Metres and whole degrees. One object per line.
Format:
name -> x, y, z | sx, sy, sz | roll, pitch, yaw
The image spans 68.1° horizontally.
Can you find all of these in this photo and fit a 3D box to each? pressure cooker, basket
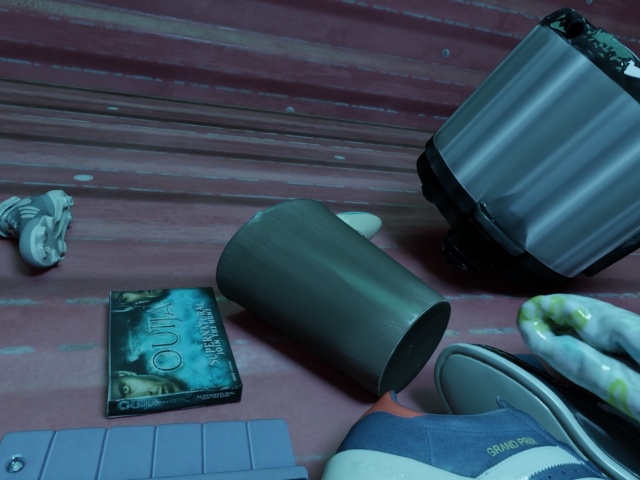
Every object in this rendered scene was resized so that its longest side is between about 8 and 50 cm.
pressure cooker -> 0.379, -0.120, 0.831 | 0.370, 0.420, 0.375 | 19, 37, -36
basket -> 0.024, 0.067, 0.568 | 0.204, 0.154, 0.227 | -16, 39, -44

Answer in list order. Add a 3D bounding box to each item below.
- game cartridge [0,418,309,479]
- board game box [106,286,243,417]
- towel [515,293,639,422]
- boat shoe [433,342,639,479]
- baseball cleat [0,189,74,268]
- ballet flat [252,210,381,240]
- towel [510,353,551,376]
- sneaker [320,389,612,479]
game cartridge -> -0.093, 0.242, 0.243 | 0.230, 0.068, 0.355 | -1, 27, -15
board game box -> -0.169, 0.112, 0.527 | 0.126, 0.026, 0.186 | 0, 27, -24
towel -> 0.398, 0.166, 0.433 | 0.374, 0.090, 0.320 | 32, 6, 39
boat shoe -> 0.241, 0.197, 0.428 | 0.091, 0.114, 0.302 | -15, 46, -42
baseball cleat -> -0.413, -0.012, 0.668 | 0.109, 0.072, 0.206 | -11, 25, -12
ballet flat -> 0.000, 0.000, 0.800 | 0.248, 0.086, 0.086 | -1, 27, -21
towel -> 0.249, 0.180, 0.551 | 0.067, 0.029, 0.119 | 7, 25, -10
sneaker -> 0.181, 0.199, 0.346 | 0.350, 0.131, 0.148 | 16, 27, 17
